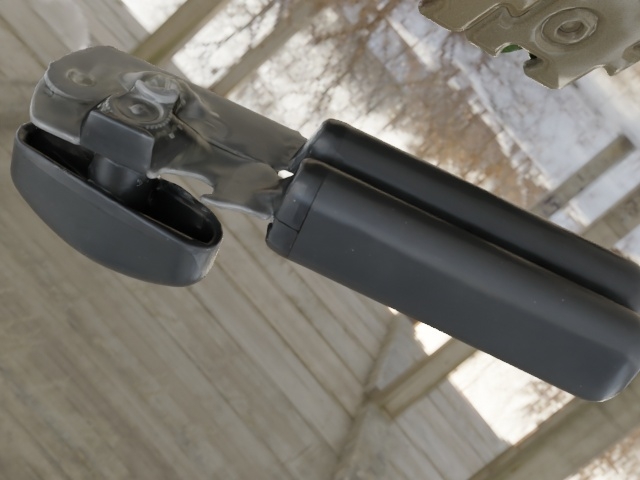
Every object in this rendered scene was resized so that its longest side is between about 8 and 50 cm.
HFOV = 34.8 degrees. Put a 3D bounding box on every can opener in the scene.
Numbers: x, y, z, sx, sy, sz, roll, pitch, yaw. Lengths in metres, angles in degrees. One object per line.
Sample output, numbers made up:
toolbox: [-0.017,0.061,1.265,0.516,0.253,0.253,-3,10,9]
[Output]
can opener: [0.000,0.000,0.453,0.283,0.095,0.076,26,-144,0]

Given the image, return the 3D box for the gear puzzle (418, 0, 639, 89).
gear puzzle: [0.128,-0.149,0.468,0.339,0.175,0.044,20,-126,-36]
